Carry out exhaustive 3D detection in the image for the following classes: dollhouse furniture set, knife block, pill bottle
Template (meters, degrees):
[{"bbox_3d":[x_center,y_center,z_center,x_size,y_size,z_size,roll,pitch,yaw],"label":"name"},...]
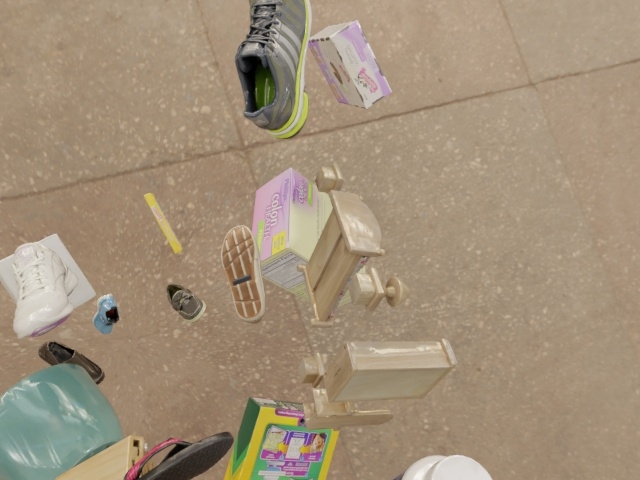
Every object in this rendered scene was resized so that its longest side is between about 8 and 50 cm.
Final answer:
[{"bbox_3d":[0.067,0.099,0.850,0.174,0.303,0.355,6,45,-22],"label":"dollhouse furniture set"},{"bbox_3d":[-0.407,0.438,0.825,0.242,0.275,0.088,-4,50,-13],"label":"knife block"},{"bbox_3d":[0.120,0.292,0.527,0.094,0.169,0.094,8,51,-9],"label":"pill bottle"}]

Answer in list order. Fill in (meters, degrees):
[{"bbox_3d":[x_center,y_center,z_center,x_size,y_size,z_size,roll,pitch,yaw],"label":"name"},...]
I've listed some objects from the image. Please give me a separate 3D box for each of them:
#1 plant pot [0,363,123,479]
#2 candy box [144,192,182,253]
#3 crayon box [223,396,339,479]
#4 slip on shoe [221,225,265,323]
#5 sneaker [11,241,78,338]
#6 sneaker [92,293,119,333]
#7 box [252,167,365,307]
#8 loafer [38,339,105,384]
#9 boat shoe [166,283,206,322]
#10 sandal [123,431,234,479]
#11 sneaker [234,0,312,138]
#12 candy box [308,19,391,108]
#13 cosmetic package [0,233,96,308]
[{"bbox_3d":[-0.629,0.489,1.180,0.235,0.293,0.293,32,65,23],"label":"plant pot"},{"bbox_3d":[-0.503,-0.055,1.562,0.027,0.105,0.205,-28,99,-9],"label":"candy box"},{"bbox_3d":[-0.125,0.736,1.703,0.363,0.106,0.312,21,84,-34],"label":"crayon box"},{"bbox_3d":[-0.099,0.046,0.653,0.052,0.041,0.135,-18,67,0],"label":"slip on shoe"},{"bbox_3d":[-0.587,0.095,0.993,0.114,0.305,0.152,-30,116,-13],"label":"sneaker"},{"bbox_3d":[-0.675,0.247,1.538,0.063,0.162,0.073,-22,54,-42],"label":"sneaker"},{"bbox_3d":[-0.022,0.005,1.057,0.243,0.117,0.213,33,42,-37],"label":"box"},{"bbox_3d":[-0.790,0.391,1.542,0.220,0.078,0.080,34,49,-13],"label":"loafer"},{"bbox_3d":[-0.425,0.188,1.498,0.080,0.224,0.073,-50,122,-14],"label":"boat shoe"},{"bbox_3d":[-0.179,0.249,0.524,0.179,0.067,0.040,-30,53,0],"label":"sandal"},{"bbox_3d":[-0.082,-0.325,0.807,0.121,0.111,0.299,-14,101,-67],"label":"sneaker"},{"bbox_3d":[0.059,-0.387,1.073,0.070,0.196,0.164,-34,116,-3],"label":"candy box"},{"bbox_3d":[-0.691,0.103,1.213,0.151,0.151,0.183,-35,104,-34],"label":"cosmetic package"}]
